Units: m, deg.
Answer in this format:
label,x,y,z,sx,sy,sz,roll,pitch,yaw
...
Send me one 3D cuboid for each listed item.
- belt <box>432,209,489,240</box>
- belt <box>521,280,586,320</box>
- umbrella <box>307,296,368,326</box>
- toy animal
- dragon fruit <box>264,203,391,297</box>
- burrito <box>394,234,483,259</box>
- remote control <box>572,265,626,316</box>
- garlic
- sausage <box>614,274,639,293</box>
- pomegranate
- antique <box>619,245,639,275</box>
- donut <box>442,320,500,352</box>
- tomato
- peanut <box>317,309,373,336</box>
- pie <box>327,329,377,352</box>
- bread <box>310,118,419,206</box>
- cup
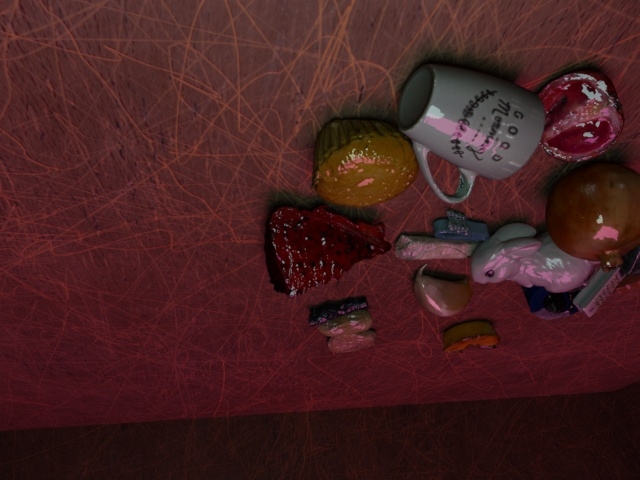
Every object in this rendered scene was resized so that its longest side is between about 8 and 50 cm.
label,x,y,z,sx,sy,sz,roll,pitch,yaw
belt,0.413,-0.036,1.457,0.179,0.065,0.100,4,155,-21
belt,0.837,0.173,1.821,0.212,0.117,0.347,-22,145,18
umbrella,0.062,0.250,1.847,0.224,0.080,0.071,-16,113,9
toy animal,0.633,0.053,1.523,0.357,0.194,0.258,5,146,-15
dragon fruit,-0.004,-0.010,1.395,0.329,0.228,0.286,-21,-176,-13
burrito,0.360,0.022,1.538,0.275,0.059,0.082,2,133,-14
remote control,0.960,0.126,1.701,0.277,0.055,0.103,-52,137,5
garlic,0.408,0.177,1.757,0.244,0.145,0.164,17,109,-31
sausage,1.168,0.149,1.900,0.065,0.065,0.169,16,142,-33
pomegranate,0.703,-0.053,1.281,0.228,0.271,0.252,10,148,-12
antique,0.985,0.018,1.566,0.088,0.086,0.183,-2,123,-10
donut,0.658,0.407,2.179,0.258,0.101,0.152,-1,147,-8
tomato,0.542,-0.269,1.077,0.173,0.099,0.189,-18,110,45
peanut,0.090,0.311,1.920,0.214,0.090,0.098,-16,160,12
pie,0.129,0.420,2.141,0.218,0.052,0.185,-15,149,16
bread,0.095,-0.165,1.104,0.239,0.139,0.240,-5,149,-3
cup,0.266,-0.203,0.999,0.233,0.186,0.258,13,107,-21
